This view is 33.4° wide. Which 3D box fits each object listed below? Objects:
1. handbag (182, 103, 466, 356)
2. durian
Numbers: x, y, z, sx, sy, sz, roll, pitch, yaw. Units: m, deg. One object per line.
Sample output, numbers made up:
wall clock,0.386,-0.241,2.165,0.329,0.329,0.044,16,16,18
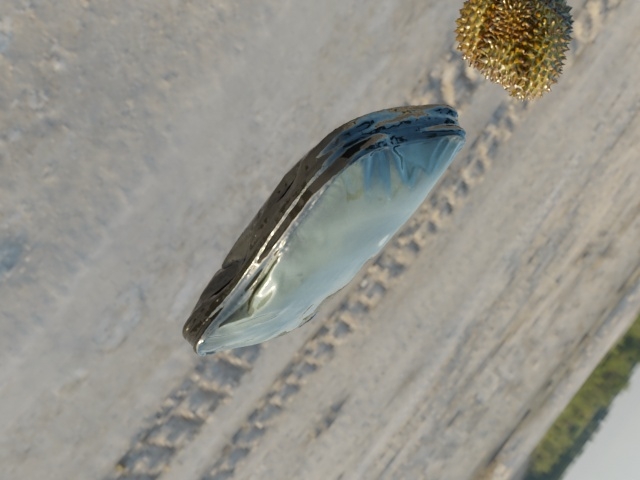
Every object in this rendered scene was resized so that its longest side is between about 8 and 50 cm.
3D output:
handbag,-0.002,0.002,1.010,0.191,0.075,0.332,-16,152,-46
durian,0.256,-0.276,1.412,0.137,0.158,0.168,-49,156,-55
